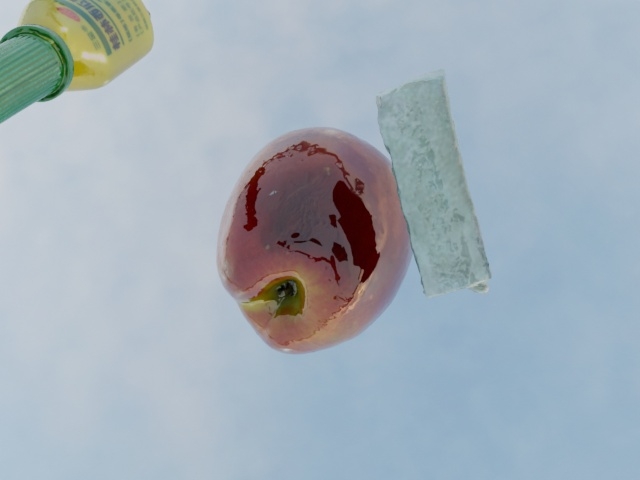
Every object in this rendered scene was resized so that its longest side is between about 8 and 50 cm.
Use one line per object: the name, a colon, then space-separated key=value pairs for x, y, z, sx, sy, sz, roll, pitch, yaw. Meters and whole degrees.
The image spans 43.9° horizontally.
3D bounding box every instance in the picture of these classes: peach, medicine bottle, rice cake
peach: x=0.000 y=0.000 z=0.846 sx=0.199 sy=0.243 sz=0.244 roll=14 pitch=-92 yaw=16
medicine bottle: x=-0.266 y=-0.185 z=0.787 sx=0.111 sy=0.309 sz=0.076 roll=44 pitch=-56 yaw=-12
rice cake: x=0.100 y=-0.043 z=0.699 sx=0.069 sy=0.063 sz=0.207 roll=-11 pitch=-85 yaw=8
